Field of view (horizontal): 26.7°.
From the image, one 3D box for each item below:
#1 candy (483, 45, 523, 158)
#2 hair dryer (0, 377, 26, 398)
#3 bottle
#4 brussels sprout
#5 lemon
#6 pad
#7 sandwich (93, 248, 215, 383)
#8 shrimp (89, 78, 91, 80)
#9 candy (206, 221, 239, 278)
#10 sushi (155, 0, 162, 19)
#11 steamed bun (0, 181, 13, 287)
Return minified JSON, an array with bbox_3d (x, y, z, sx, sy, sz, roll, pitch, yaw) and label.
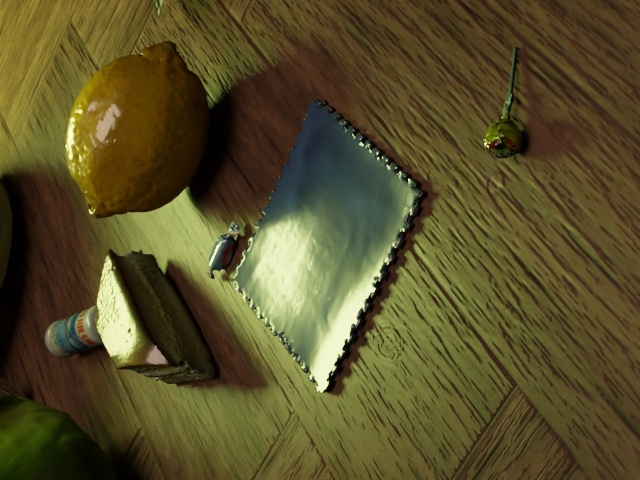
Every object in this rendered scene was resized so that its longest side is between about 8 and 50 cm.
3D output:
[{"bbox_3d":[0.188,-0.138,1.335,0.035,0.035,0.122,-27,47,61],"label":"candy"},{"bbox_3d":[-0.644,0.258,2.082,0.210,0.352,0.125,-43,23,40],"label":"hair dryer"},{"bbox_3d":[-0.319,0.123,1.919,0.217,0.060,0.060,-20,63,48],"label":"bottle"},{"bbox_3d":[-0.407,0.385,1.761,0.371,0.315,0.275,-68,-16,-57],"label":"brussels sprout"},{"bbox_3d":[-0.240,-0.142,1.784,0.188,0.188,0.256,42,110,51],"label":"lemon"},{"bbox_3d":[0.000,0.000,1.558,0.269,0.012,0.269,48,118,49],"label":"pad"},{"bbox_3d":[-0.227,0.115,1.764,0.096,0.094,0.258,-57,38,18],"label":"sandwich"},{"bbox_3d":[-0.312,-0.181,2.016,0.217,0.051,0.115,35,114,52],"label":"shrimp"},{"bbox_3d":[-0.124,0.015,1.714,0.083,0.020,0.030,-63,36,19],"label":"candy"},{"bbox_3d":[-0.187,-0.543,1.924,0.296,0.100,0.373,108,154,-43],"label":"sushi"},{"bbox_3d":[-0.705,0.016,2.199,0.290,0.371,0.455,-20,53,40],"label":"steamed bun"}]
